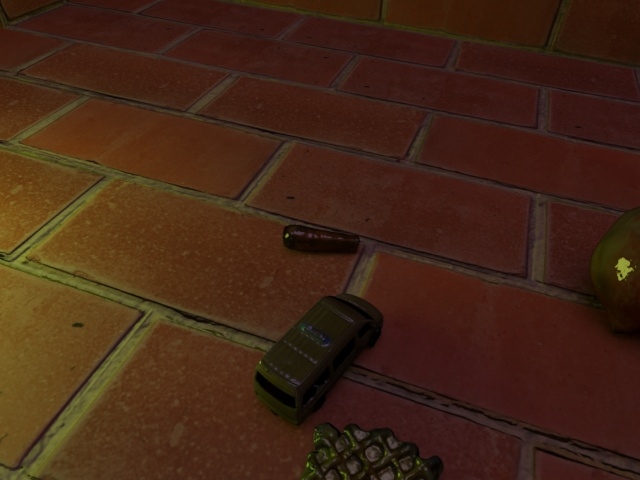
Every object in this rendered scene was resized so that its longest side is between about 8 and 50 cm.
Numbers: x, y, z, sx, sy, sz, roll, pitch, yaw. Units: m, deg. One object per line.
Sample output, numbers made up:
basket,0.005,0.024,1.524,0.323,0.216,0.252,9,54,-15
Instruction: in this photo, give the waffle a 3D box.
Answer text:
waffle,0.069,0.351,0.652,0.204,0.054,0.223,12,45,9

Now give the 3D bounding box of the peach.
peach,0.610,0.064,0.892,0.233,0.256,0.232,25,4,-2

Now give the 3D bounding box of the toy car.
toy car,0.007,0.165,0.802,0.101,0.124,0.257,29,49,24

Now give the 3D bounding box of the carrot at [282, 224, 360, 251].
carrot,0.000,0.000,1.044,0.162,0.055,0.055,8,42,-5
